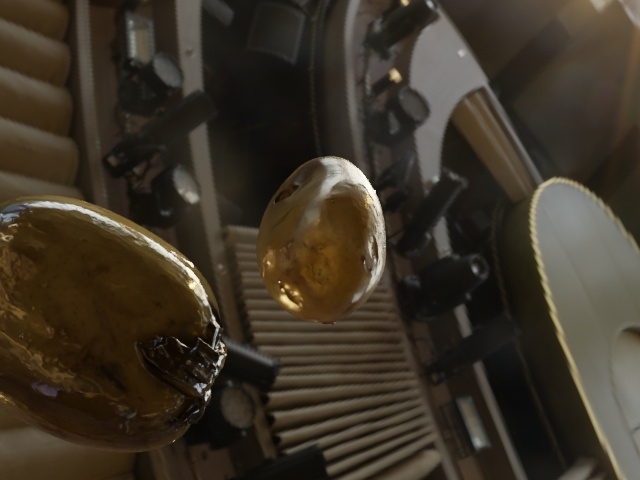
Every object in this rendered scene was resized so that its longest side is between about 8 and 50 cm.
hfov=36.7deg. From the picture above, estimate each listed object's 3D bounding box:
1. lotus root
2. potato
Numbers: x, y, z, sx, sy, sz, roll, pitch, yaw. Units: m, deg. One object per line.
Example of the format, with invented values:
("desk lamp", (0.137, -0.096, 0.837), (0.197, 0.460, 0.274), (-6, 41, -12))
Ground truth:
("lotus root", (-0.223, 0.050, 0.786), (0.310, 0.183, 0.183), (30, -137, -4))
("potato", (0.000, 0.000, 1.069), (0.234, 0.150, 0.146), (-90, -17, -65))
